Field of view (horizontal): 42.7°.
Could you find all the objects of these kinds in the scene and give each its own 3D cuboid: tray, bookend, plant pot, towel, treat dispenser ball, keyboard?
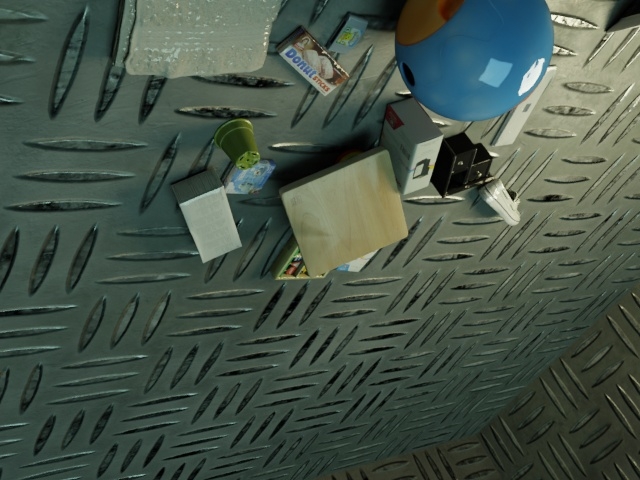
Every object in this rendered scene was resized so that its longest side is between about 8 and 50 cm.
[{"bbox_3d":[0.813,-0.529,1.907,0.270,0.030,0.145,-16,-172,-21],"label":"tray"},{"bbox_3d":[0.363,-0.201,2.028,0.157,0.072,0.156,-19,148,-18],"label":"bookend"},{"bbox_3d":[-0.157,-0.183,1.610,0.083,0.079,0.083,-21,148,-14],"label":"plant pot"},{"bbox_3d":[-0.198,-0.356,1.351,0.282,0.049,0.187,-10,145,-29],"label":"towel"},{"bbox_3d":[0.280,-0.364,1.504,0.288,0.288,0.288,-21,149,-14],"label":"treat dispenser ball"},{"bbox_3d":[0.500,-0.327,2.019,0.072,0.014,0.256,-16,148,-30],"label":"keyboard"}]

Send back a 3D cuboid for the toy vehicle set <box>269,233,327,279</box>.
[{"bbox_3d":[0.000,0.000,2.056,0.166,0.035,0.267,-1,139,-39],"label":"toy vehicle set"}]

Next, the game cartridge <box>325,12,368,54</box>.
[{"bbox_3d":[0.052,-0.388,1.545,0.056,0.017,0.083,-2,140,-44],"label":"game cartridge"}]

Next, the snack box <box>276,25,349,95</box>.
[{"bbox_3d":[-0.013,-0.338,1.558,0.064,0.022,0.178,-37,149,14],"label":"snack box"}]

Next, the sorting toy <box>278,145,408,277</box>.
[{"bbox_3d":[0.047,-0.078,1.873,0.255,0.089,0.257,-23,129,-6],"label":"sorting toy"}]

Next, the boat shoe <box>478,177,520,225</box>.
[{"bbox_3d":[0.523,-0.106,2.291,0.076,0.083,0.226,-39,148,17],"label":"boat shoe"}]

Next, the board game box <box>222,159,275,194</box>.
[{"bbox_3d":[-0.153,-0.136,1.742,0.090,0.020,0.090,1,138,-39],"label":"board game box"}]

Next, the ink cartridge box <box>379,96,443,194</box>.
[{"bbox_3d":[0.195,-0.208,1.822,0.072,0.127,0.175,-21,149,-19],"label":"ink cartridge box"}]

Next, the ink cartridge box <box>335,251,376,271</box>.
[{"bbox_3d":[0.095,0.023,2.154,0.088,0.052,0.122,6,133,-44],"label":"ink cartridge box"}]

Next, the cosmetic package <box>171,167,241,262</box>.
[{"bbox_3d":[-0.241,-0.050,1.755,0.099,0.060,0.239,-22,149,-9],"label":"cosmetic package"}]
